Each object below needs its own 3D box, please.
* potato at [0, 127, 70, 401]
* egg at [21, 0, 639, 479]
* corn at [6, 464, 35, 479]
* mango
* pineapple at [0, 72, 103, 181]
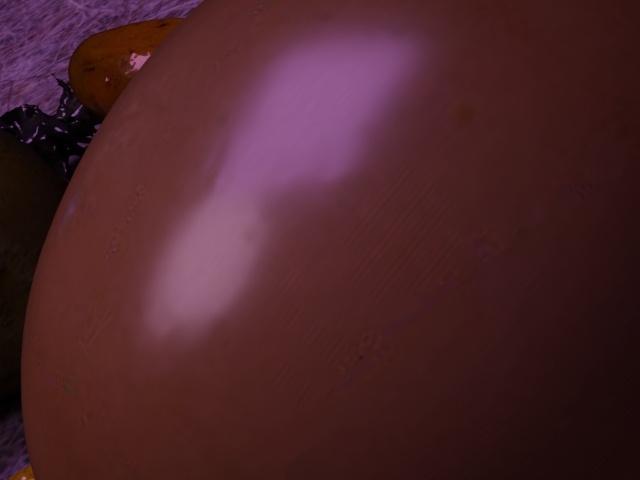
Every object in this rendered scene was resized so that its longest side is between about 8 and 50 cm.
[{"bbox_3d":[-0.338,-0.019,1.158,0.359,0.270,0.219,28,86,29],"label":"potato"},{"bbox_3d":[0.040,0.016,0.726,0.374,0.301,0.301,-47,30,-20],"label":"egg"},{"bbox_3d":[-0.144,0.165,0.833,0.093,0.093,0.244,-6,16,41],"label":"corn"},{"bbox_3d":[-0.134,-0.134,1.364,0.165,0.089,0.115,2,44,8],"label":"mango"},{"bbox_3d":[-0.258,-0.070,1.406,0.125,0.125,0.251,-7,30,40],"label":"pineapple"}]
